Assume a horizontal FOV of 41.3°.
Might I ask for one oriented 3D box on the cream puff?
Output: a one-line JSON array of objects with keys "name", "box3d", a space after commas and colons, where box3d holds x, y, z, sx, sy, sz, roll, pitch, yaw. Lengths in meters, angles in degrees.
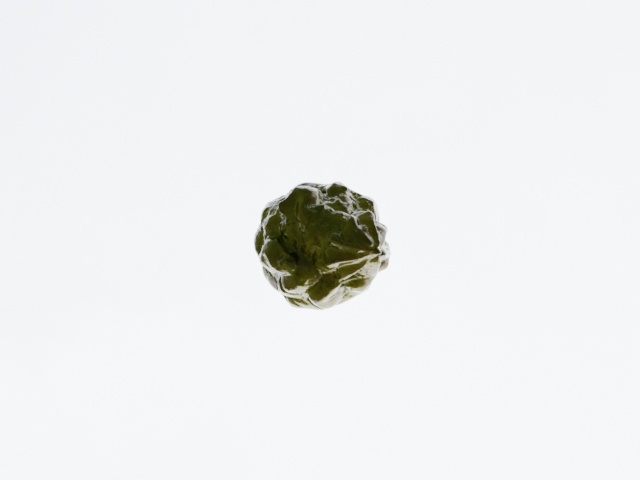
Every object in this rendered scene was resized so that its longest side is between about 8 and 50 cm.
[{"name": "cream puff", "box3d": [0.000, 0.000, 0.848, 0.146, 0.116, 0.146, -1, -103, 2]}]
